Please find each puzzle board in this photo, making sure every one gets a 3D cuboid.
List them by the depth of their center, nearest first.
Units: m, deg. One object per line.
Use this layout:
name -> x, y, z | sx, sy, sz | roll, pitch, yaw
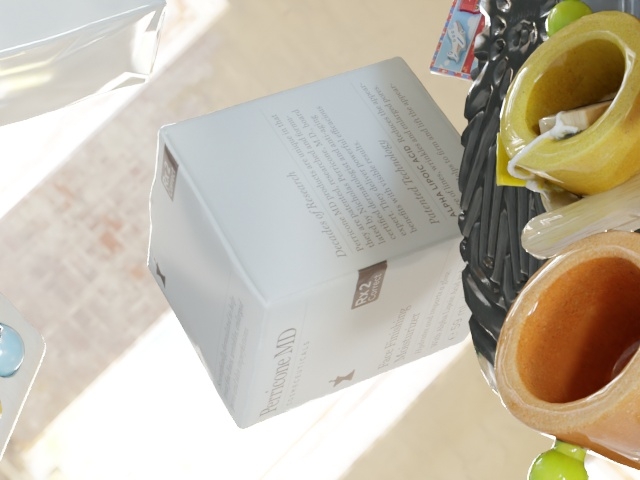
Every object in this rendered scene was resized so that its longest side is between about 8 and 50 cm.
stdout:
puzzle board -> 0.149, -0.180, 1.153 | 0.096, 0.128, 0.011 | 16, -12, 21

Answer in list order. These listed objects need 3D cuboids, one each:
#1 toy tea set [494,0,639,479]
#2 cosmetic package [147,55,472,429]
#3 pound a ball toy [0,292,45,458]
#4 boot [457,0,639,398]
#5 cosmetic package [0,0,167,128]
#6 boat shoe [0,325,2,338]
toy tea set -> 0.111, 0.005, 0.437 | 0.200, 0.336, 0.124 | -29, -50, 35
cosmetic package -> 0.000, 0.000, 0.971 | 0.151, 0.183, 0.151 | 57, -26, 29
pound a ball toy -> -0.382, 0.159, 1.350 | 0.208, 0.135, 0.319 | 52, 30, -28
boot -> 0.309, -0.090, 0.775 | 0.445, 0.367, 0.146 | 2, 8, -17
cosmetic package -> -0.325, -0.174, 1.051 | 0.217, 0.385, 0.156 | 65, -14, 10
boat shoe -> -0.324, 0.025, 1.118 | 0.227, 0.069, 0.081 | 24, -11, 25
